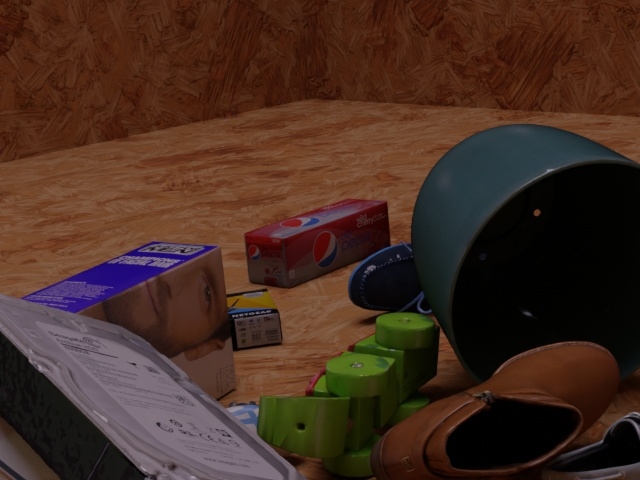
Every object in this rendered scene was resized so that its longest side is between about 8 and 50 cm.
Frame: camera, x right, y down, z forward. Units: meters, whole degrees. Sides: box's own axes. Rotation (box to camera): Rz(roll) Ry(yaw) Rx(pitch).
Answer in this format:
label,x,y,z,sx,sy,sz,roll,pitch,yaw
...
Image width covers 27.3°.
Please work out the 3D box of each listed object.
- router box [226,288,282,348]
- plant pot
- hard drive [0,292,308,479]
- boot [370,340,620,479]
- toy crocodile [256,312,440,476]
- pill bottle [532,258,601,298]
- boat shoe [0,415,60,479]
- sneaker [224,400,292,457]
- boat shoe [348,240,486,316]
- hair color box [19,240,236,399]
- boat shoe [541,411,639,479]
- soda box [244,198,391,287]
label,x,y,z,sx,sy,sz,roll,pitch,yaw
router box,-0.150,0.113,1.800,0.179,0.046,0.133,-8,13,-9
plant pot,0.236,0.002,1.488,0.293,0.293,0.235,-9,27,-15
hard drive,-0.167,0.157,1.159,0.339,0.064,0.237,33,7,41
boot,0.189,0.154,1.206,0.283,0.109,0.220,-14,-9,-16
toy crocodile,0.046,0.153,1.392,0.105,0.115,0.340,8,18,23
pill bottle,0.332,0.069,1.640,0.208,0.118,0.117,4,16,33
boat shoe,-0.297,0.220,1.180,0.367,0.156,0.136,28,1,32
sneaker,-0.126,0.217,1.329,0.237,0.085,0.086,-3,46,-19
boat shoe,0.164,0.045,1.841,0.258,0.109,0.089,-15,20,-26
hair color box,-0.232,0.131,1.466,0.110,0.185,0.339,2,16,28
boat shoe,0.286,0.201,1.190,0.227,0.081,0.079,-15,17,-34
soda box,0.000,0.000,2.132,0.092,0.083,0.263,6,18,40
